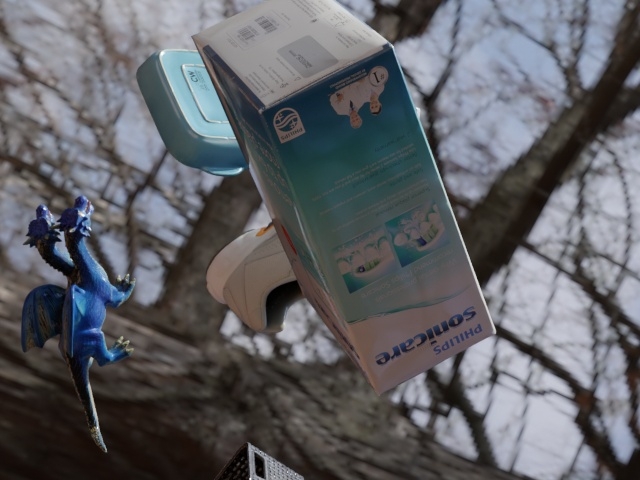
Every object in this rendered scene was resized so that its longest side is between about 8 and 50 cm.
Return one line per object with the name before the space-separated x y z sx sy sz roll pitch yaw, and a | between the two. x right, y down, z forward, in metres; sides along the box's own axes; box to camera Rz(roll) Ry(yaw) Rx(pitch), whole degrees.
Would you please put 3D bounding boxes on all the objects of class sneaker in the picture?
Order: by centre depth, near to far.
sneaker | 0.000 0.000 1.750 0.262 0.099 0.121 -47 -128 5

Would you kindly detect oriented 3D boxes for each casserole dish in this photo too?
casserole dish | -0.128 -0.147 1.708 0.037 0.114 0.188 -61 -138 39

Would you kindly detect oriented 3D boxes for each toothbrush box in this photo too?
toothbrush box | 0.020 -0.049 1.378 0.126 0.295 0.216 -28 -150 -7

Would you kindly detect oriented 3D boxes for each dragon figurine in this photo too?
dragon figurine | -0.293 0.096 1.844 0.085 0.144 0.289 1 -100 33

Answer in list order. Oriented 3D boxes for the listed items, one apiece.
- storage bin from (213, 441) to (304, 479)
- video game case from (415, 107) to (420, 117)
storage bin | -0.101 0.341 1.834 0.180 0.084 0.122 -53 -166 13
video game case | 0.057 -0.082 1.657 0.087 0.011 0.122 7 -90 28
